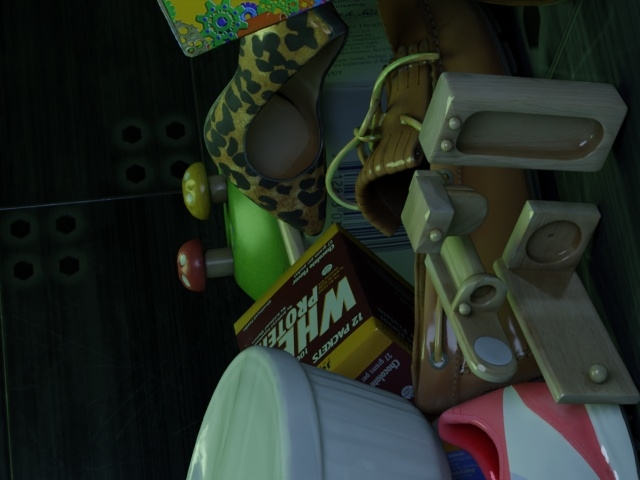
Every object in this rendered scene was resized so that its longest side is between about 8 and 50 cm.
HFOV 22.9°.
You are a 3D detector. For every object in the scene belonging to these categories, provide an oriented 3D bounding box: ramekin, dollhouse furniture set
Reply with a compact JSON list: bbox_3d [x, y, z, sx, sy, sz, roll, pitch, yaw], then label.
[{"bbox_3d":[-0.008,0.212,1.060,0.273,0.127,0.273,-169,90,-73],"label":"ramekin"},{"bbox_3d":[0.131,0.001,0.937,0.123,0.144,0.151,-109,29,-45],"label":"dollhouse furniture set"}]

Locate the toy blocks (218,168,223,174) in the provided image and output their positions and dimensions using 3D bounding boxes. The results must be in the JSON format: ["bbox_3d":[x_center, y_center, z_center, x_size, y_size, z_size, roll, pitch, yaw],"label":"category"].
[{"bbox_3d":[0.000,0.000,1.933,0.381,0.191,0.261,-106,1,-54],"label":"toy blocks"}]

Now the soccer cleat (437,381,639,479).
[{"bbox_3d":[0.152,0.228,0.938,0.108,0.116,0.318,94,168,-56],"label":"soccer cleat"}]

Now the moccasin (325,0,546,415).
[{"bbox_3d":[0.082,-0.046,1.176,0.139,0.147,0.380,94,169,-67],"label":"moccasin"}]

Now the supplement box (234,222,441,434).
[{"bbox_3d":[0.049,0.122,1.281,0.191,0.129,0.194,40,-167,-23],"label":"supplement box"}]

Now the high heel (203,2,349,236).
[{"bbox_3d":[-0.013,-0.091,1.250,0.186,0.093,0.261,19,142,49],"label":"high heel"}]

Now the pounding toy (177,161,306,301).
[{"bbox_3d":[-0.083,-0.022,1.484,0.237,0.110,0.183,109,154,-74],"label":"pounding toy"}]

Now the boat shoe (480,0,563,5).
[{"bbox_3d":[0.052,-0.213,1.065,0.324,0.120,0.122,29,137,55],"label":"boat shoe"}]

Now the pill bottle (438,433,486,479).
[{"bbox_3d":[0.122,0.268,1.084,0.272,0.152,0.152,-107,13,-56],"label":"pill bottle"}]

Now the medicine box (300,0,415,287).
[{"bbox_3d":[0.033,-0.122,1.526,0.289,0.149,0.263,-103,10,-50],"label":"medicine box"}]

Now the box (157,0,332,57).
[{"bbox_3d":[0.005,-0.283,0.917,0.290,0.279,0.177,-106,-7,-60],"label":"box"}]
